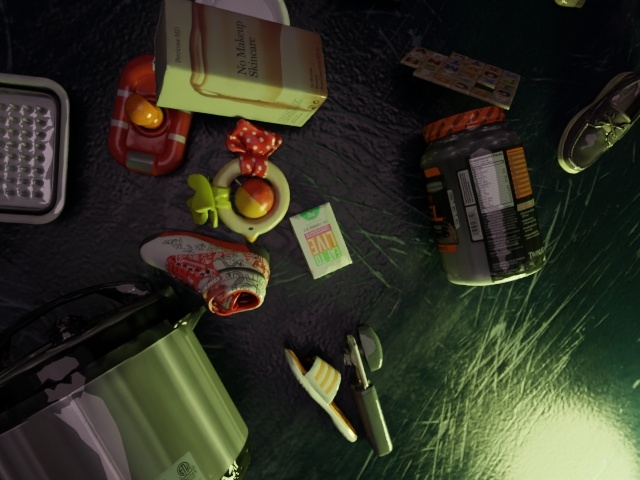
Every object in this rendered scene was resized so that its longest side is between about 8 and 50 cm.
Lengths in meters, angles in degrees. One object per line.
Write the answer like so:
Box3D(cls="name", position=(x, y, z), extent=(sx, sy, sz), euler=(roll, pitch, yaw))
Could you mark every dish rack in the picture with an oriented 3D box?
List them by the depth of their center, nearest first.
Box3D(cls="dish rack", position=(-0.658, -0.180, 0.880), extent=(0.332, 0.072, 0.286), euler=(4, 91, -7))

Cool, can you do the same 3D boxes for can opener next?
Box3D(cls="can opener", position=(0.113, 0.334, 1.001), extent=(0.093, 0.074, 0.280), euler=(-13, 94, -7))

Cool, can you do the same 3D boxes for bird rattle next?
Box3D(cls="bird rattle", position=(-0.158, -0.116, 0.946), extent=(0.207, 0.143, 0.253), euler=(46, 73, -18))

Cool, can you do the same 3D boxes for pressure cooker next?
Box3D(cls="pressure cooker", position=(-0.358, 0.287, 0.783), extent=(0.375, 0.370, 0.420), euler=(-28, 94, 16))

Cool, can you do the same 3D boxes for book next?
Box3D(cls="book", position=(0.000, 0.000, 0.996), extent=(0.096, 0.035, 0.144), euler=(-23, 94, -10))

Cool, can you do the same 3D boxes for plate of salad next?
Box3D(cls="plate of salad", position=(-0.163, -0.445, 0.935), extent=(0.199, 0.048, 0.200), euler=(-6, 112, -15))

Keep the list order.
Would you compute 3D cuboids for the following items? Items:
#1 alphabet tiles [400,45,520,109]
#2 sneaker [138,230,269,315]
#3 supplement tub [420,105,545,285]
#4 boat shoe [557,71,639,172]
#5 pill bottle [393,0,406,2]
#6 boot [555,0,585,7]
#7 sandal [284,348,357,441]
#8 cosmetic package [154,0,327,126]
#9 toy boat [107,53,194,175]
Box3D(cls="alphabet tiles", position=(0.295, -0.355, 0.948), extent=(0.237, 0.198, 0.009), euler=(25, 134, 12))
Box3D(cls="sneaker", position=(-0.237, 0.068, 0.902), extent=(0.270, 0.145, 0.090), euler=(8, 133, -10))
Box3D(cls="supplement tub", position=(0.330, -0.091, 0.943), extent=(0.207, 0.207, 0.338), euler=(-14, 94, -6))
Box3D(cls="boat shoe", position=(0.661, -0.279, 1.033), extent=(0.103, 0.092, 0.285), euler=(42, 87, -7))
Box3D(cls="pill bottle", position=(0.087, -0.579, 0.931), extent=(0.219, 0.123, 0.123), euler=(8, 92, -7))
Box3D(cls="boot", position=(0.582, -0.596, 1.035), extent=(0.087, 0.042, 0.118), euler=(25, 89, -6))
Box3D(cls="sandal", position=(0.017, 0.319, 0.983), extent=(0.076, 0.102, 0.265), euler=(-38, 105, -5))
Box3D(cls="cosmetic package", position=(-0.150, -0.325, 0.848), extent=(0.296, 0.129, 0.153), euler=(-1, 76, -27))
Box3D(cls="toy boat", position=(-0.335, -0.248, 0.878), extent=(0.151, 0.151, 0.231), euler=(11, 91, -8))
